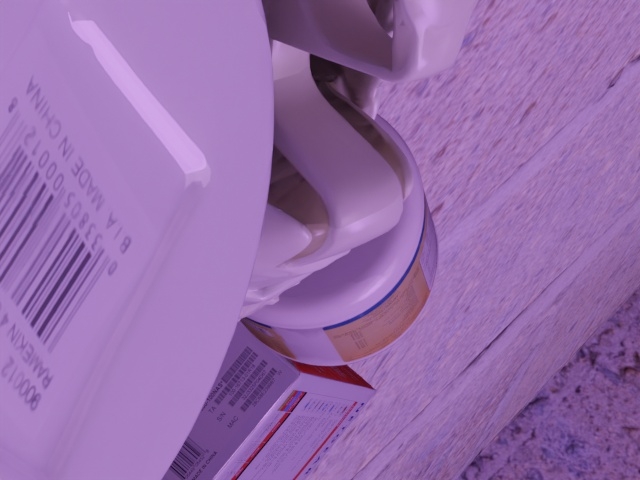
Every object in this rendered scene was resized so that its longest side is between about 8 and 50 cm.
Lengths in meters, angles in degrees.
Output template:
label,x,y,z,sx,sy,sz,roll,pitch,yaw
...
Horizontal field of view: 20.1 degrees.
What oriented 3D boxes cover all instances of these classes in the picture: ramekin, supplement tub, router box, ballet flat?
label,x,y,z,sx,sy,sz,roll,pitch,yaw
ramekin,-0.129,-0.013,0.539,0.277,0.135,0.277,-41,139,-49
supplement tub,0.000,0.000,1.135,0.144,0.144,0.200,-49,166,-5
router box,-0.115,0.217,1.456,0.335,0.082,0.301,-51,166,2
ballet flat,-0.013,-0.076,0.679,0.147,0.147,0.409,-36,152,-44
